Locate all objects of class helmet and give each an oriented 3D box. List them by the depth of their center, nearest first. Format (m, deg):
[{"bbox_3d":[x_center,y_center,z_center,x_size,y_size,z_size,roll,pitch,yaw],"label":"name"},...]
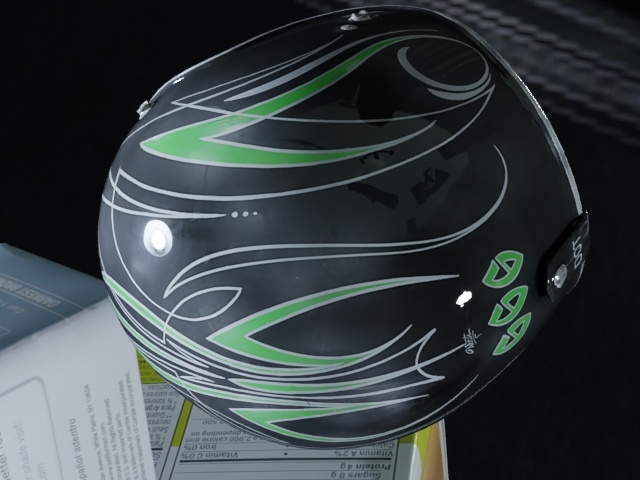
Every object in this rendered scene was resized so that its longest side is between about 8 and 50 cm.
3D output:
[{"bbox_3d":[0.000,0.000,0.671,0.161,0.169,0.169,-26,-117,-18],"label":"helmet"}]

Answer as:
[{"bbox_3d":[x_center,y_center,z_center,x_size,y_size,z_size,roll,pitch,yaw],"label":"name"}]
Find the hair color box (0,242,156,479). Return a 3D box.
[{"bbox_3d":[-0.251,0.161,0.811,0.113,0.185,0.374,17,-147,41],"label":"hair color box"}]

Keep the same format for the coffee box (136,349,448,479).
[{"bbox_3d":[-0.088,0.274,1.141,0.338,0.337,0.334,-2,-150,9],"label":"coffee box"}]
